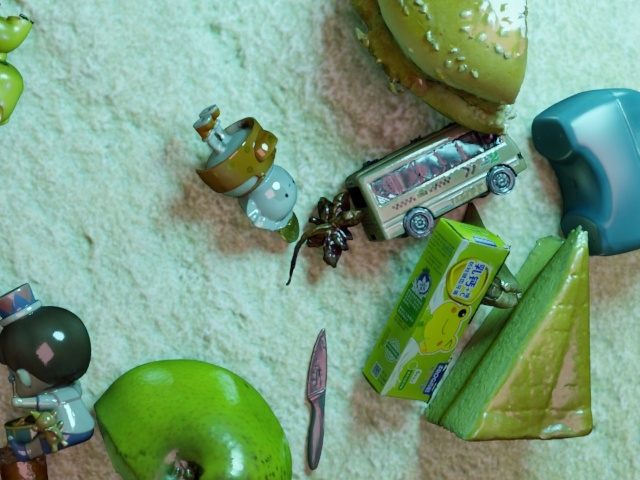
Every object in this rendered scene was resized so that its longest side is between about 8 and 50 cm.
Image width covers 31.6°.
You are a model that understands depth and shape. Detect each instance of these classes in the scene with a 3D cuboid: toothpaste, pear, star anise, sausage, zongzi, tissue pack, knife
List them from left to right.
[{"bbox_3d":[-0.495,0.476,1.818,0.102,0.076,0.302,12,89,-8],"label":"sausage"},{"bbox_3d":[-0.173,0.341,1.780,0.238,0.318,0.342,-43,104,-4],"label":"pear"},{"bbox_3d":[-0.008,0.276,1.969,0.035,0.018,0.247,3,90,-12],"label":"knife"},{"bbox_3d":[0.000,0.000,1.922,0.097,0.070,0.191,34,104,25],"label":"star anise"},{"bbox_3d":[0.191,0.123,1.911,0.110,0.077,0.328,13,113,-32],"label":"toothpaste"},{"bbox_3d":[0.295,0.026,1.965,0.078,0.160,0.176,20,86,-41],"label":"zongzi"},{"bbox_3d":[0.516,-0.128,1.990,0.206,0.198,0.288,-22,96,-11],"label":"tissue pack"}]

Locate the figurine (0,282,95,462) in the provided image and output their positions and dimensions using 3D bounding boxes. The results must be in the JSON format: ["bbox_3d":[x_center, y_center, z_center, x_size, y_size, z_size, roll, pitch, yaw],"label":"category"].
[{"bbox_3d":[-0.439,0.203,1.784,0.158,0.161,0.276,-4,91,28],"label":"figurine"}]

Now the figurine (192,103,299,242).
[{"bbox_3d":[-0.118,-0.103,1.870,0.143,0.143,0.271,-31,125,-11],"label":"figurine"}]

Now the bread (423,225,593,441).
[{"bbox_3d":[0.331,0.151,1.946,0.244,0.233,0.362,3,89,-13],"label":"bread"}]

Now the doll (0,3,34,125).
[{"bbox_3d":[-0.518,-0.253,1.745,0.135,0.143,0.221,17,87,-50],"label":"doll"}]

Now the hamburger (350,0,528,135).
[{"bbox_3d":[0.189,-0.399,1.830,0.286,0.268,0.446,-4,75,-2],"label":"hamburger"}]

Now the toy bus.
[{"bbox_3d":[0.196,-0.110,1.940,0.289,0.139,0.157,-27,95,-9],"label":"toy bus"}]
